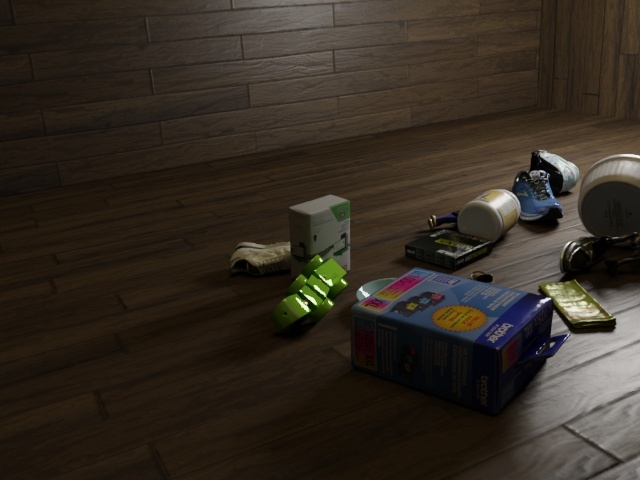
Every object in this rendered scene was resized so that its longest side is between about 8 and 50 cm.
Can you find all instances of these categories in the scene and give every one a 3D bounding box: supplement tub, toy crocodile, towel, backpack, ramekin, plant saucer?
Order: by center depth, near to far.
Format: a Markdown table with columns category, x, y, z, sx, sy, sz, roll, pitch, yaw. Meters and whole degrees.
| category | x | y | z | sx | sy | sz | roll | pitch | yaw |
| --- | --- | --- | --- | --- | --- | --- | --- | --- | --- |
| towel | 0.619 | 0.150 | 1.616 | 0.102 | 0.021 | 0.237 | -3 | 19 | -1 |
| plant saucer | 0.188 | 0.148 | 1.676 | 0.194 | 0.038 | 0.195 | -4 | 20 | 1 |
| toy crocodile | -0.019 | 0.131 | 1.682 | 0.115 | 0.105 | 0.340 | 42 | 27 | 1 |
| ramekin | 0.886 | -0.106 | 1.944 | 0.272 | 0.273 | 0.127 | 10 | 35 | 34 |
| supplement tub | 0.532 | -0.077 | 2.081 | 0.144 | 0.144 | 0.199 | 11 | 24 | 35 |
| backpack | 0.886 | -0.256 | 2.528 | 0.115 | 0.152 | 0.182 | -21 | 36 | -19 |

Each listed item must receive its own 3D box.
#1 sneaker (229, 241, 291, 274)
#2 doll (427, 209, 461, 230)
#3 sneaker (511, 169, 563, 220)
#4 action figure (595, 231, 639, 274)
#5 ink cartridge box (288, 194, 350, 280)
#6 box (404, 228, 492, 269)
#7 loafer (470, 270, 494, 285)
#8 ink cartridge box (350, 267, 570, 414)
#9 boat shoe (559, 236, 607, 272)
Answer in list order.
| category | x | y | z | sx | sy | sz | roll | pitch | yaw |
| --- | --- | --- | --- | --- | --- | --- | --- | --- | --- |
| sneaker | -0.149 | 0.063 | 1.937 | 0.235 | 0.090 | 0.095 | -3 | 32 | 14 |
| doll | 0.455 | -0.080 | 2.193 | 0.188 | 0.046 | 0.129 | -14 | -14 | -10 |
| sneaker | 0.730 | -0.160 | 2.275 | 0.129 | 0.147 | 0.330 | -5 | 20 | -4 |
| action figure | 0.891 | 0.007 | 1.776 | 0.275 | 0.164 | 0.141 | -18 | 10 | -10 |
| ink cartridge box | 0.000 | 0.000 | 1.861 | 0.160 | 0.220 | 0.092 | -21 | 29 | -38 |
| box | 0.381 | 0.023 | 1.980 | 0.184 | 0.045 | 0.190 | -17 | 23 | -38 |
| loafer | 0.426 | 0.107 | 1.727 | 0.056 | 0.050 | 0.148 | -5 | 20 | -3 |
| ink cartridge box | 0.296 | 0.197 | 1.364 | 0.395 | 0.151 | 0.270 | 13 | 26 | 36 |
| boat shoe | 0.722 | 0.037 | 1.820 | 0.068 | 0.081 | 0.227 | 7 | 20 | 39 |
